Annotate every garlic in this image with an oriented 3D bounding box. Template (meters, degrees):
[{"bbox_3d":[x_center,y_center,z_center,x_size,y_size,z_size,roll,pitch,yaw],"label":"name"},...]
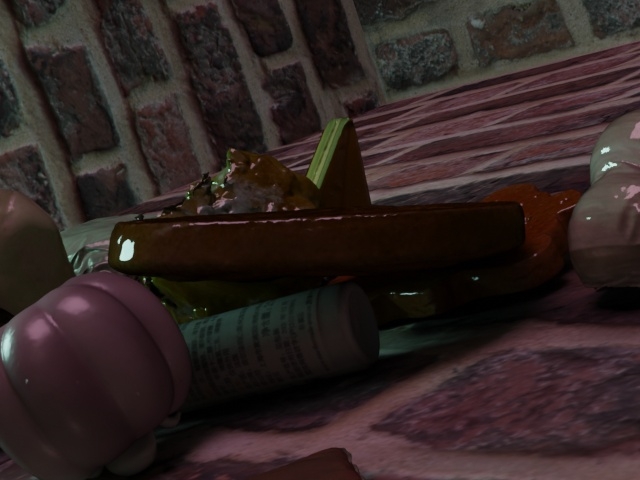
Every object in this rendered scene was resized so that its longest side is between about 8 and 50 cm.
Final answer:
[{"bbox_3d":[0.305,-0.046,1.139,0.229,0.142,0.178,-15,2,-40],"label":"garlic"}]

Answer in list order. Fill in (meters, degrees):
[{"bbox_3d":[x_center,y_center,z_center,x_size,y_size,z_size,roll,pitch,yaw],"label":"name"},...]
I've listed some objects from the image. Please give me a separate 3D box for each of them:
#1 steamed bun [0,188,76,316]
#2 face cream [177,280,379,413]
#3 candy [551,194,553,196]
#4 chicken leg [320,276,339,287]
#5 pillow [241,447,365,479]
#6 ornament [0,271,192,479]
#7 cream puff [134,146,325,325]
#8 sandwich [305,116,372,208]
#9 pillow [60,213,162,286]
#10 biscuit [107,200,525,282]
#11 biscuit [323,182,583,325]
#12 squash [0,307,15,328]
[{"bbox_3d":[-0.428,0.074,1.618,0.206,0.275,0.320,-42,-15,-32],"label":"steamed bun"},{"bbox_3d":[-0.084,0.103,1.214,0.269,0.082,0.082,-15,9,22],"label":"face cream"},{"bbox_3d":[0.242,-0.032,1.513,0.136,0.038,0.088,-18,13,-31],"label":"candy"},{"bbox_3d":[0.074,0.019,1.541,0.205,0.053,0.093,-16,-6,-10],"label":"chicken leg"},{"bbox_3d":[-0.081,0.182,0.837,0.233,0.043,0.126,-19,8,-10],"label":"pillow"},{"bbox_3d":[-0.189,0.119,1.121,0.177,0.177,0.177,-18,8,3],"label":"ornament"},{"bbox_3d":[-0.086,0.024,1.455,0.221,0.194,0.195,-37,17,-31],"label":"cream puff"},{"bbox_3d":[-0.016,-0.047,1.701,0.144,0.187,0.117,-14,7,-12],"label":"sandwich"},{"bbox_3d":[-0.283,0.038,1.867,0.283,0.138,0.310,-13,7,33],"label":"pillow"},{"bbox_3d":[0.000,0.001,1.240,0.367,0.063,0.314,-3,1,10],"label":"biscuit"},{"bbox_3d":[0.124,0.026,1.361,0.306,0.043,0.284,-21,14,12],"label":"biscuit"},{"bbox_3d":[-0.377,0.141,1.385,0.193,0.155,0.193,-1,-9,0],"label":"squash"}]
